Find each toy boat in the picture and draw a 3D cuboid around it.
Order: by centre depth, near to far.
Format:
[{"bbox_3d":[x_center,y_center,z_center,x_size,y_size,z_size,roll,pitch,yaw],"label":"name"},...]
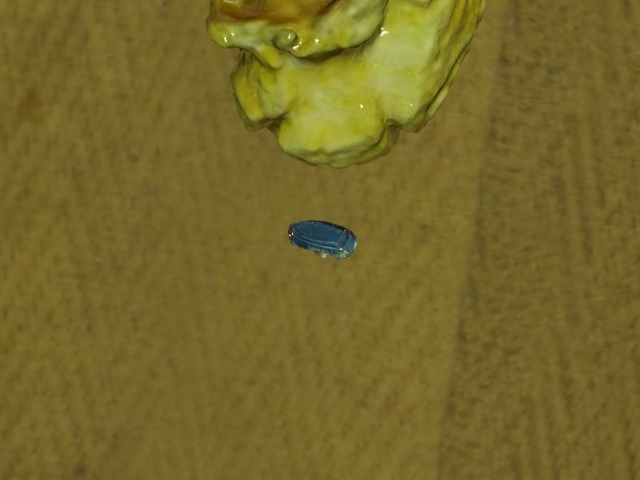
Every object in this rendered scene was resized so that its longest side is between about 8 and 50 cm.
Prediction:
[{"bbox_3d":[0.000,0.000,1.326,0.083,0.038,0.038,14,99,35],"label":"toy boat"}]

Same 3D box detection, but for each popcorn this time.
[{"bbox_3d":[0.023,-0.203,1.151,0.224,0.258,0.270,17,134,13],"label":"popcorn"}]
